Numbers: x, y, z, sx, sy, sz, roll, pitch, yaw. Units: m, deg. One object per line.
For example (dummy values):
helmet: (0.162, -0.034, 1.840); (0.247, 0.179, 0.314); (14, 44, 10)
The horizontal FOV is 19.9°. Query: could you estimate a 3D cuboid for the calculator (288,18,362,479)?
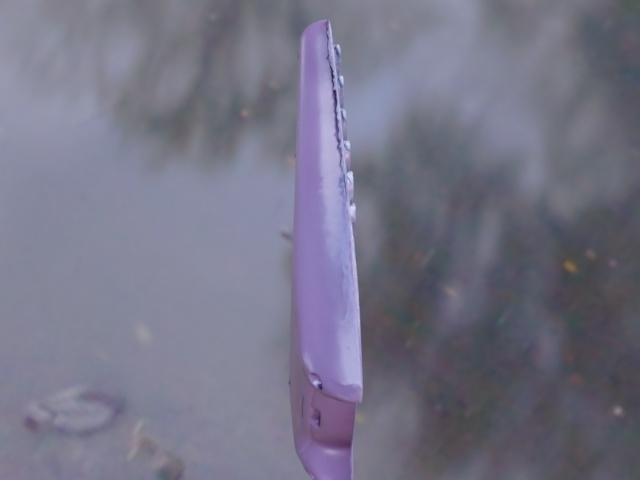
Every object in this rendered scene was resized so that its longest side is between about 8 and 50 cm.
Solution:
calculator: (-0.002, 0.000, 1.152); (0.043, 0.194, 0.294); (-2, 58, -2)
